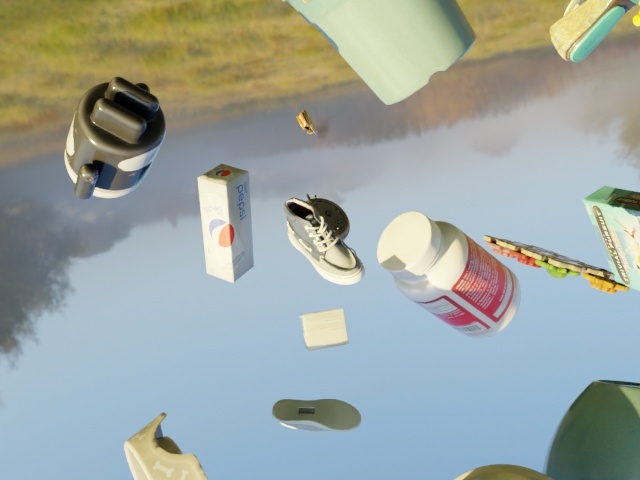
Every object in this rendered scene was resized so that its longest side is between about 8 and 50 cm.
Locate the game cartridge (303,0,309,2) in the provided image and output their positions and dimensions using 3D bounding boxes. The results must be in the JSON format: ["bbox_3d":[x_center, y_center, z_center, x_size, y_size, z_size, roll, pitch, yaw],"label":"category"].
[{"bbox_3d":[0.051,-0.637,1.625,0.324,0.285,0.053,-30,152,9],"label":"game cartridge"}]

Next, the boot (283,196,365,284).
[{"bbox_3d":[0.000,0.000,1.478,0.069,0.086,0.190,-37,-132,-21],"label":"boot"}]

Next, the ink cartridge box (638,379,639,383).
[{"bbox_3d":[0.764,0.368,1.898,0.052,0.122,0.088,-54,-151,-17],"label":"ink cartridge box"}]

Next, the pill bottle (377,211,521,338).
[{"bbox_3d":[0.342,0.090,2.292,0.229,0.229,0.408,-5,150,45],"label":"pill bottle"}]

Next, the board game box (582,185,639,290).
[{"bbox_3d":[0.787,0.014,2.020,0.079,0.253,0.336,-30,-164,-10],"label":"board game box"}]

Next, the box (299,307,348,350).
[{"bbox_3d":[0.008,0.209,2.021,0.102,0.087,0.101,-9,177,-6],"label":"box"}]

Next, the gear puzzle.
[{"bbox_3d":[0.483,0.058,1.706,0.176,0.044,0.339,11,-172,-29],"label":"gear puzzle"}]

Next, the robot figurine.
[{"bbox_3d":[-0.403,-0.198,1.660,0.209,0.173,0.278,-22,166,-32],"label":"robot figurine"}]

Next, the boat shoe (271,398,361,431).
[{"bbox_3d":[-0.008,0.446,2.175,0.228,0.079,0.081,5,157,6],"label":"boat shoe"}]

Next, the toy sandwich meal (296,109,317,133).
[{"bbox_3d":[-0.038,-0.330,2.406,0.029,0.085,0.085,-28,-173,9],"label":"toy sandwich meal"}]

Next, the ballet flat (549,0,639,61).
[{"bbox_3d":[0.637,-0.538,1.837,0.348,0.123,0.123,-43,175,27],"label":"ballet flat"}]

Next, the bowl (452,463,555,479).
[{"bbox_3d":[0.275,0.496,1.308,0.298,0.297,0.134,-10,164,23],"label":"bowl"}]

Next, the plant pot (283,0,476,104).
[{"bbox_3d":[0.146,-0.503,1.878,0.341,0.334,0.341,-36,-167,10],"label":"plant pot"}]

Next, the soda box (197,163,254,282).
[{"bbox_3d":[-0.236,-0.042,2.162,0.091,0.286,0.098,18,-145,28],"label":"soda box"}]

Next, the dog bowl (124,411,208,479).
[{"bbox_3d":[-0.308,0.544,1.817,0.102,0.348,0.349,-24,-168,-23],"label":"dog bowl"}]

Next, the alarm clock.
[{"bbox_3d":[0.018,-0.025,1.997,0.129,0.192,0.064,-33,167,-40],"label":"alarm clock"}]

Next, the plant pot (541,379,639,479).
[{"bbox_3d":[0.551,0.355,1.534,0.290,0.195,0.290,5,176,0],"label":"plant pot"}]

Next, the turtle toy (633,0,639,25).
[{"bbox_3d":[0.720,-0.488,1.780,0.095,0.066,0.130,-27,-150,-18],"label":"turtle toy"}]
